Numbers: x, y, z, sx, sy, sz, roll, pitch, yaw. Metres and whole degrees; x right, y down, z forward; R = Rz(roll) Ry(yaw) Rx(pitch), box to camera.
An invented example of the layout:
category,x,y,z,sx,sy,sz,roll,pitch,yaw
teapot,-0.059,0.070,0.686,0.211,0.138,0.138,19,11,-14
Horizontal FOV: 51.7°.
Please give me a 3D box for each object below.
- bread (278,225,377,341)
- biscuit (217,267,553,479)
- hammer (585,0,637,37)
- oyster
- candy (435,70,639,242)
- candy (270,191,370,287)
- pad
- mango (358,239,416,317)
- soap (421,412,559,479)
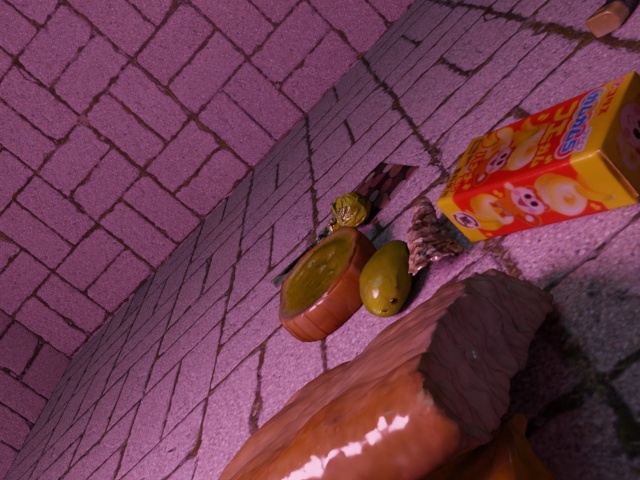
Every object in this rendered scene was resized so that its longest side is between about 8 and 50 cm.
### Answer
category,x,y,z,sx,sy,sz,roll,pitch,yaw
bread,0.010,0.077,1.191,0.236,0.070,0.236,-43,19,19
biscuit,0.029,0.174,0.644,0.446,0.104,0.429,-44,-8,31
hammer,0.517,-0.434,1.107,0.227,0.041,0.158,-56,17,-25
oyster,0.156,-0.006,0.988,0.106,0.061,0.200,-27,19,-3
candy,0.289,-0.096,0.854,0.146,0.088,0.276,-55,19,-25
candy,0.000,-0.001,1.316,0.262,0.073,0.077,-43,19,-15
pad,0.118,-0.107,1.439,0.158,0.003,0.235,-49,17,-3
mango,0.101,0.051,1.015,0.091,0.074,0.165,-41,18,29
soap,0.056,0.319,0.407,0.335,0.156,0.293,-42,20,19
